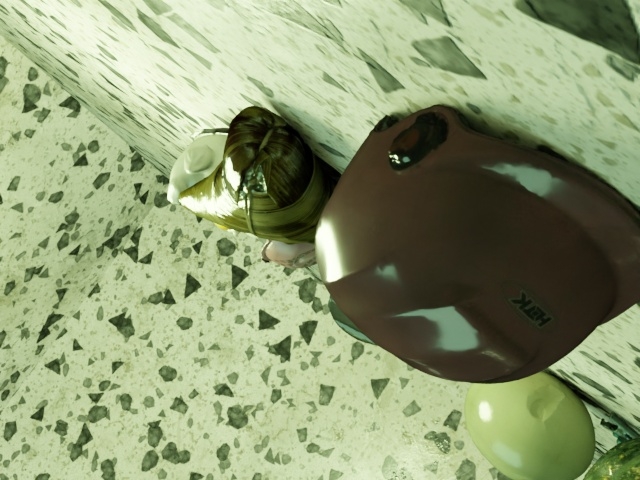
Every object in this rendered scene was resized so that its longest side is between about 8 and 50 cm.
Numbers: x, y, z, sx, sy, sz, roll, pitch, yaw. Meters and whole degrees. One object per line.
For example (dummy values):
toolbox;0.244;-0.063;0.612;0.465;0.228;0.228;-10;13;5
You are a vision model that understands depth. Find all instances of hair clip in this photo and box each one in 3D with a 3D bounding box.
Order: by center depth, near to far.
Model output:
hair clip;0.610;0.385;1.726;0.173;0.049;0.049;33;174;9

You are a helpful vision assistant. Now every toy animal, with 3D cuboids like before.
toy animal;-0.124;-0.088;1.612;0.325;0.154;0.208;15;166;-36

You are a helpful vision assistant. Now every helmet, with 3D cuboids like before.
helmet;0.123;0.025;0.836;0.271;0.197;0.338;41;173;-27

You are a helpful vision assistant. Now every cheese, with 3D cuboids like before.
cheese;0.000;0.000;1.595;0.286;0.189;0.074;14;-127;-61

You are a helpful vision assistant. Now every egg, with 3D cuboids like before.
egg;0.410;0.362;1.791;0.269;0.219;0.219;28;172;18

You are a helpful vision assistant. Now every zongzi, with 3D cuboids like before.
zongzi;-0.131;-0.094;1.335;0.288;0.134;0.286;9;159;21

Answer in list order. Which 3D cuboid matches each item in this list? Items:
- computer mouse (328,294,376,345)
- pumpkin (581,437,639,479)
computer mouse;0.114;0.113;1.935;0.168;0.087;0.295;28;142;15
pumpkin;0.592;0.483;1.518;0.327;0.257;0.291;27;-175;15
